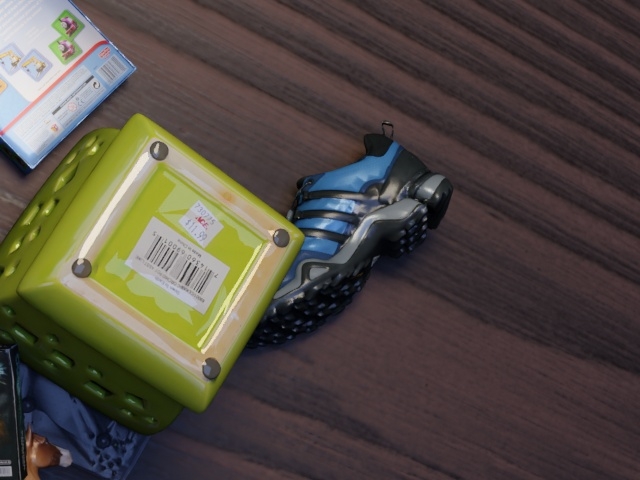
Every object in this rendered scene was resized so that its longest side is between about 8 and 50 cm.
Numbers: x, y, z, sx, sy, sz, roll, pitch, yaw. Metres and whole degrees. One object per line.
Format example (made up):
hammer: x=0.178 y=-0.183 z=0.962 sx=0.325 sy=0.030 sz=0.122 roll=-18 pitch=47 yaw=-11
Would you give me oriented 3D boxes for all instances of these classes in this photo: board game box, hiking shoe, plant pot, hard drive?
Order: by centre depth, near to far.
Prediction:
board game box: x=-0.362 y=0.158 z=1.078 sx=0.186 sy=0.026 sz=0.126 roll=-1 pitch=98 yaw=3
plant pot: x=-0.162 y=0.030 z=1.095 sx=0.228 sy=0.207 sz=0.227 roll=37 pitch=68 yaw=-17
hard drive: x=-0.220 y=0.098 z=1.202 sx=0.172 sy=0.054 sz=0.255 roll=29 pitch=71 yaw=-18
board game box: x=-0.318 y=-0.197 z=1.211 sx=0.211 sy=0.039 sz=0.160 roll=47 pitch=66 yaw=-13
hiking shoe: x=0.000 y=0.000 z=1.313 sx=0.304 sy=0.113 sz=0.132 roll=-36 pitch=68 yaw=-19

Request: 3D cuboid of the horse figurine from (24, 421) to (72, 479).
horse figurine: x=-0.269 y=0.326 z=1.109 sx=0.174 sy=0.066 sz=0.263 roll=35 pitch=78 yaw=-23
